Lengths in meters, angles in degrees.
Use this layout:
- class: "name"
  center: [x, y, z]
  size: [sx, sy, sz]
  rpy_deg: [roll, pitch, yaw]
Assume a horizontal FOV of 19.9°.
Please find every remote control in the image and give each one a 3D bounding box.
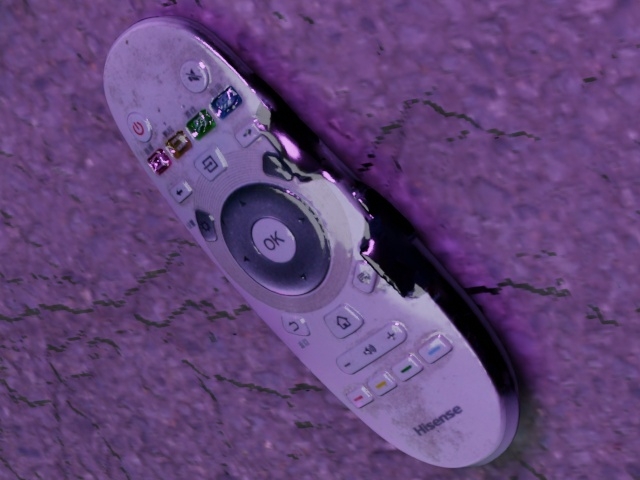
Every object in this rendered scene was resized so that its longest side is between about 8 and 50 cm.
- class: "remote control"
  center: [-0.001, 0.001, 0.829]
  size: [0.256, 0.045, 0.097]
  rpy_deg: [50, 132, -8]
